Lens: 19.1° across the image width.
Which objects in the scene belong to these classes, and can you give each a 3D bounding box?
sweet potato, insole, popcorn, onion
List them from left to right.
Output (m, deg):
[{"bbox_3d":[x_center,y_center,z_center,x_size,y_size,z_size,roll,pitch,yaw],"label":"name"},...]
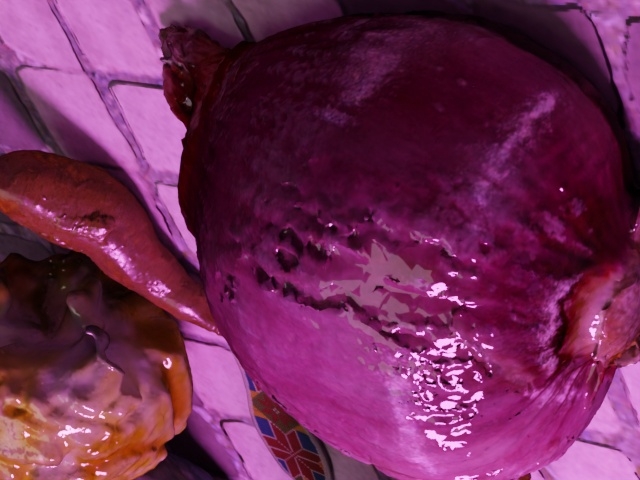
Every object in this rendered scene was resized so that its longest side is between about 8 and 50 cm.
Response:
[{"bbox_3d":[-0.197,0.089,1.361,0.212,0.198,0.198,56,147,-12],"label":"popcorn"},{"bbox_3d":[-0.142,-0.008,1.297,0.226,0.068,0.068,33,153,-20],"label":"sweet potato"},{"bbox_3d":[-0.031,0.123,1.388,0.065,0.006,0.193,17,143,35],"label":"insole"},{"bbox_3d":[0.000,0.000,1.023,0.348,0.159,0.267,24,134,30],"label":"onion"}]

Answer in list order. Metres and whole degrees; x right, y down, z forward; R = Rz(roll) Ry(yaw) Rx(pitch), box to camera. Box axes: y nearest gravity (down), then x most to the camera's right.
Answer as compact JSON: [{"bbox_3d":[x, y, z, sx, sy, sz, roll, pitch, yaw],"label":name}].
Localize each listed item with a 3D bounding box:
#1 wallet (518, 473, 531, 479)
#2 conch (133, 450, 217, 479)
[{"bbox_3d":[0.058,0.089,1.220,0.110,0.031,0.198,6,136,43],"label":"wallet"},{"bbox_3d":[-0.139,0.276,1.502,0.195,0.220,0.277,46,134,30],"label":"conch"}]
